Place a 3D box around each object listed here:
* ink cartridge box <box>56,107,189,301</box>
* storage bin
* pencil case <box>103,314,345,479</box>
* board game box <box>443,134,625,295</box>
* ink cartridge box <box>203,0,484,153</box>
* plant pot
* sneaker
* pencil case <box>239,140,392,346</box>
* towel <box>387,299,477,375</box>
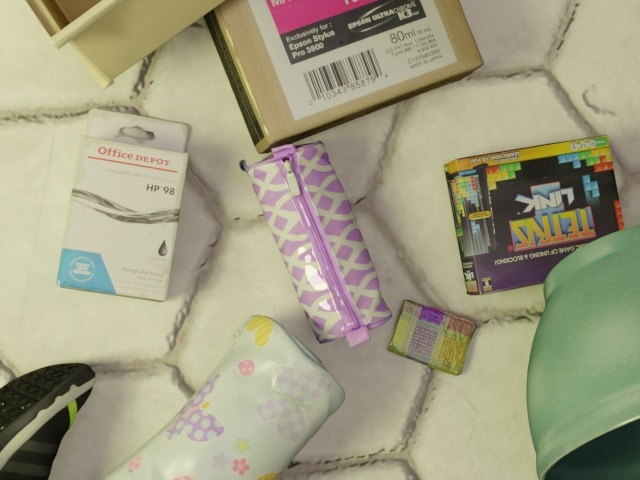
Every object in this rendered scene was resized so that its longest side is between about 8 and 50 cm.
[{"bbox_3d":[-0.186,-0.037,1.051,0.104,0.060,0.180,9,85,-10],"label":"ink cartridge box"},{"bbox_3d":[-0.171,-0.320,0.988,0.262,0.123,0.260,-36,73,0],"label":"storage bin"},{"bbox_3d":[-0.101,0.197,1.026,0.124,0.113,0.273,41,79,4],"label":"pencil case"},{"bbox_3d":[0.224,-0.026,1.138,0.170,0.048,0.141,-10,87,-11],"label":"board game box"},{"bbox_3d":[0.015,-0.216,1.090,0.235,0.088,0.193,-22,92,-11],"label":"ink cartridge box"},{"bbox_3d":[0.323,0.104,1.052,0.293,0.293,0.196,-7,61,-11],"label":"plant pot"},{"bbox_3d":[-0.281,0.208,0.989,0.234,0.084,0.097,-48,124,-37],"label":"sneaker"},{"bbox_3d":[0.000,0.000,1.072,0.086,0.088,0.206,-24,92,-10],"label":"pencil case"},{"bbox_3d":[0.115,0.100,1.127,0.083,0.009,0.060,19,84,-9],"label":"towel"}]
